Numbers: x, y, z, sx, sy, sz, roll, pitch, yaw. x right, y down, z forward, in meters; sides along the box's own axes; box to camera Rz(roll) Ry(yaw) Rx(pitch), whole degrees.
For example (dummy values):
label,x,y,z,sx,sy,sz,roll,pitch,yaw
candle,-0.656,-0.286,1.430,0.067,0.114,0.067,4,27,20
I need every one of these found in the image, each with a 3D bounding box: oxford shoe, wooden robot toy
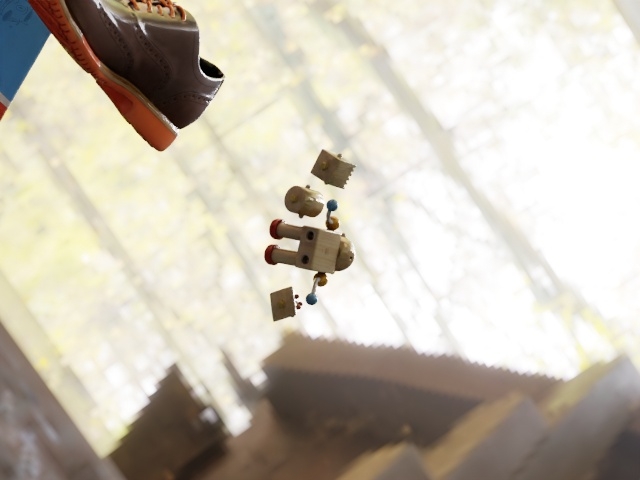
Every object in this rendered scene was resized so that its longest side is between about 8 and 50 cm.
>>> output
label,x,y,z,sx,sy,sz,roll,pitch,yaw
oxford shoe,-0.163,-0.178,1.585,0.098,0.097,0.271,-39,150,0
wooden robot toy,0.000,0.000,1.890,0.076,0.173,0.079,13,-179,40

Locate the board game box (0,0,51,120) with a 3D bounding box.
label,x,y,z,sx,sy,sz,roll,pitch,yaw
board game box,-0.393,-0.221,1.679,0.242,0.316,0.064,-60,-150,0
